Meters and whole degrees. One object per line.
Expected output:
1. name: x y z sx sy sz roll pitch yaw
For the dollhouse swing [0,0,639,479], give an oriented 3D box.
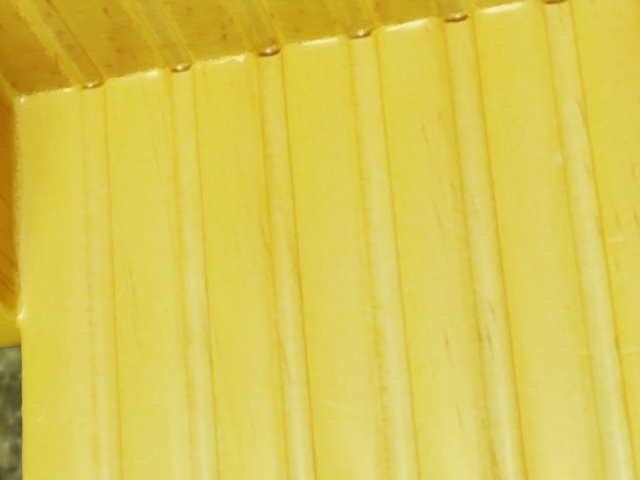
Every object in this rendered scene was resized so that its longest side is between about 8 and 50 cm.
1. dollhouse swing: 0.000 0.000 0.438 0.346 0.315 0.305 -8 58 13
